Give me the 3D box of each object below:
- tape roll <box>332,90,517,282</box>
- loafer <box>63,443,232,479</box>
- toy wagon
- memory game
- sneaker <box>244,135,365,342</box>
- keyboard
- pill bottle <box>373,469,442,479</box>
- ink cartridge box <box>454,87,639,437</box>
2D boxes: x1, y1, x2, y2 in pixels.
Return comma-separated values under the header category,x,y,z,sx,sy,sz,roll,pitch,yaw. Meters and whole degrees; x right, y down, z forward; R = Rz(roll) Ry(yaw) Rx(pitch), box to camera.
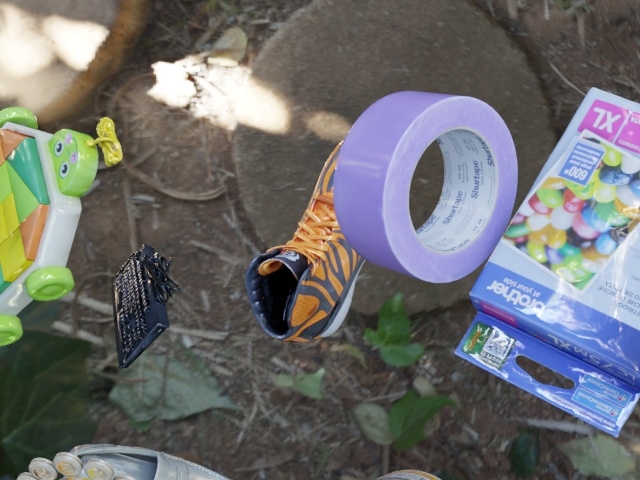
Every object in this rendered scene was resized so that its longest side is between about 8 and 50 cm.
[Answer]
category,x,y,z,sx,sy,sz,roll,pitch,yaw
tape roll,0.110,-0.056,0.927,0.080,0.189,0.189,19,105,51
loafer,-0.282,0.421,1.556,0.320,0.111,0.112,14,63,-13
toy wagon,-0.379,-0.041,1.138,0.344,0.068,0.267,-37,60,30
memory game,-0.293,0.332,1.135,0.186,0.012,0.186,6,127,8
sneaker,0.000,0.000,1.278,0.125,0.180,0.321,19,97,27
keyboard,-0.206,0.054,1.004,0.100,0.192,0.038,-45,120,8
pill bottle,0.072,0.376,1.082,0.162,0.278,0.162,-1,87,24
ink cartridge box,0.279,0.013,0.888,0.186,0.065,0.311,27,79,26
